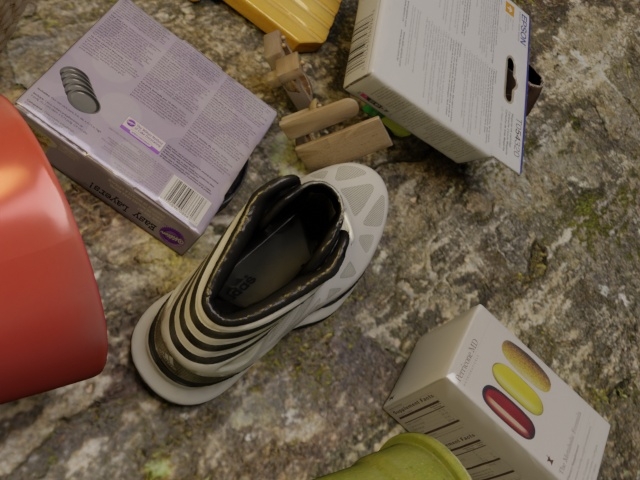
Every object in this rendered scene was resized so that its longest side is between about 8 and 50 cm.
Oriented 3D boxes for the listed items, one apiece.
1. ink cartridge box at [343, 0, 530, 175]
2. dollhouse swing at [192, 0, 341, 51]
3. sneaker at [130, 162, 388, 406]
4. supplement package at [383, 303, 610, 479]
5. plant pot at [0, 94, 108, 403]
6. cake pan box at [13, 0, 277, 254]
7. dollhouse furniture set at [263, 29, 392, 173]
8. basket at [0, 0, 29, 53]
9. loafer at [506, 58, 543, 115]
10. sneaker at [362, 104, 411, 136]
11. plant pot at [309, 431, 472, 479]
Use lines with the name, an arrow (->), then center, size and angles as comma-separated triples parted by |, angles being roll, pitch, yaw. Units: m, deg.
ink cartridge box -> 0.193, -0.296, 1.219 | 0.330, 0.071, 0.324 | 28, 59, -33
dollhouse swing -> -0.058, -0.518, 1.170 | 0.304, 0.315, 0.347 | 24, 51, -7
sneaker -> 0.000, 0.001, 0.909 | 0.169, 0.257, 0.447 | 48, 48, -2
supplement package -> 0.228, 0.227, 1.020 | 0.244, 0.134, 0.139 | 42, 48, -7
plant pot -> -0.347, 0.036, 0.660 | 0.243, 0.275, 0.275 | -22, 78, -29
cake pan box -> -0.204, -0.145, 0.981 | 0.266, 0.070, 0.246 | 35, 51, -13
dollhouse furniture set -> 0.009, -0.209, 1.096 | 0.144, 0.123, 0.151 | 54, 24, -48
basket -> -0.393, -0.261, 0.854 | 0.103, 0.167, 0.113 | 52, 48, -7
loafer -> 0.290, -0.377, 1.417 | 0.133, 0.130, 0.366 | -23, 79, -41
sneaker -> 0.113, -0.309, 1.268 | 0.123, 0.109, 0.296 | 18, 56, -31
plant pot -> -0.002, 0.335, 0.736 | 0.253, 0.276, 0.276 | -3, 66, -23
